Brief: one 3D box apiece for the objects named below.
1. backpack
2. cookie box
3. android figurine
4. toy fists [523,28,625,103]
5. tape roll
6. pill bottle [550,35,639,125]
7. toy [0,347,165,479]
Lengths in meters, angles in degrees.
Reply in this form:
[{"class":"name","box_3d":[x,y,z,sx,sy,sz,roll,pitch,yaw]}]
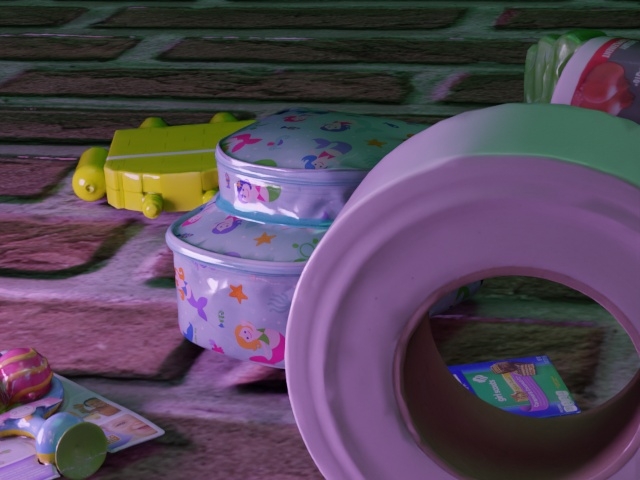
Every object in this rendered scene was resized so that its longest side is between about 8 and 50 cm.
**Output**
[{"class":"backpack","box_3d":[0.000,0.000,1.194,0.225,0.191,0.253,12,31,32]},{"class":"cookie box","box_3d":[0.123,0.124,1.036,0.107,0.040,0.092,-6,22,-5]},{"class":"android figurine","box_3d":[-0.147,-0.082,1.583,0.248,0.056,0.273,-5,21,-4]},{"class":"toy fists","box_3d":[0.335,-0.153,1.568,0.096,0.142,0.279,-19,27,-34]},{"class":"tape roll","box_3d":[0.125,0.067,0.857,0.286,0.286,0.100,2,23,14]},{"class":"pill bottle","box_3d":[0.386,-0.086,1.340,0.318,0.176,0.176,14,28,36]},{"class":"toy","box_3d":[-0.241,0.116,1.094,0.137,0.056,0.237,-19,26,-37]}]
